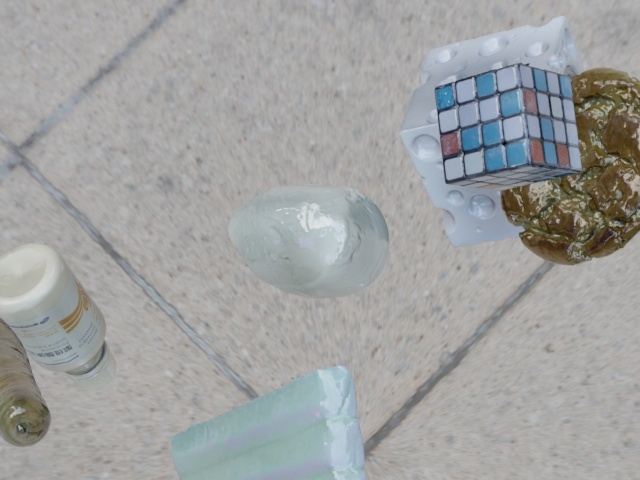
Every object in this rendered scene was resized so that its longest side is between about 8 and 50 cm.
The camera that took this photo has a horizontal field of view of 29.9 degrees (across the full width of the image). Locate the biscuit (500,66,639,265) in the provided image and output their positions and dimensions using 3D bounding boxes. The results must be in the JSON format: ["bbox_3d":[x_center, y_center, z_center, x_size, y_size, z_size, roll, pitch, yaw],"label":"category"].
[{"bbox_3d":[0.288,-0.084,1.333,0.226,0.042,0.226,-12,73,42],"label":"biscuit"}]

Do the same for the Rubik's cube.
[{"bbox_3d":[0.169,-0.099,1.077,0.092,0.092,0.092,-13,80,40],"label":"Rubik's cube"}]

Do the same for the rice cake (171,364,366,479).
[{"bbox_3d":[-0.035,0.196,0.853,0.037,0.198,0.189,1,77,-40],"label":"rice cake"}]

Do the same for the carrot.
[{"bbox_3d":[-0.290,0.131,1.096,0.070,0.342,0.070,-4,101,-21],"label":"carrot"}]

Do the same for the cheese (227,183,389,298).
[{"bbox_3d":[0.000,0.000,1.594,0.198,0.189,0.154,5,101,38],"label":"cheese"}]

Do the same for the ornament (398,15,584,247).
[{"bbox_3d":[0.294,-0.168,1.877,0.240,0.240,0.239,-10,37,28],"label":"ornament"}]

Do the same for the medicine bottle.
[{"bbox_3d":[-0.354,0.116,1.630,0.114,0.252,0.114,-9,52,11],"label":"medicine bottle"}]
